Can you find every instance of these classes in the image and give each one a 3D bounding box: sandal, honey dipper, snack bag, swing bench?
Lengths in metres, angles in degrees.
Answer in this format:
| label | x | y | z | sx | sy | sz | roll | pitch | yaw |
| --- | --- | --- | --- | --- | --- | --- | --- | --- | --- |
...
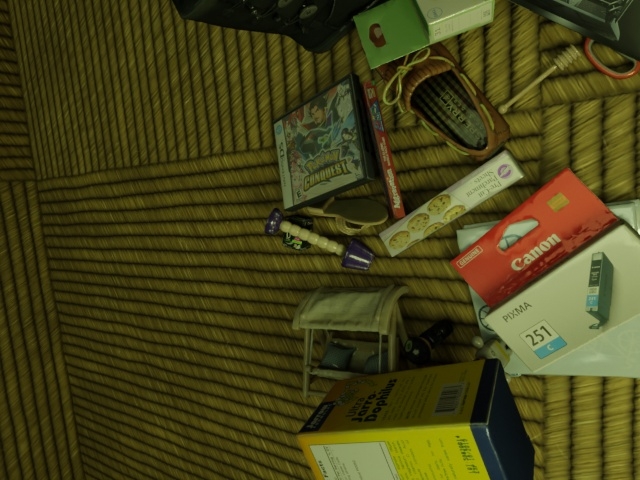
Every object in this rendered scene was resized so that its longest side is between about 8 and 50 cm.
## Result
| label | x | y | z | sx | sy | sz | roll | pitch | yaw |
| --- | --- | --- | --- | --- | --- | --- | --- | --- | --- |
| sandal | 0.070 | -0.053 | 1.064 | 0.239 | 0.088 | 0.079 | 15 | 138 | 37 |
| honey dipper | 0.405 | -0.297 | 0.815 | 0.160 | 0.030 | 0.031 | -41 | 76 | 33 |
| snack bag | 0.461 | 0.113 | 0.850 | 0.322 | 0.037 | 0.343 | -11 | 96 | 35 |
| swing bench | 0.081 | 0.242 | 1.042 | 0.253 | 0.165 | 0.255 | -6 | 95 | 34 |

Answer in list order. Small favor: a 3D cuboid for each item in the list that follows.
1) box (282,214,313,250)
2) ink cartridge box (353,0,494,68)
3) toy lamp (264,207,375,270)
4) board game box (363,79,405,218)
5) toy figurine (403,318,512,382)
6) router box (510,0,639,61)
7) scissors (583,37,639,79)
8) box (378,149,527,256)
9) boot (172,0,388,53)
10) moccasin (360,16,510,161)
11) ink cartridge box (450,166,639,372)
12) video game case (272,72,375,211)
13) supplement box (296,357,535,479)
| label | x | y | z | sx | sy | sz | roll | pitch | yaw |
| --- | --- | --- | --- | --- | --- | --- | --- | --- | --- |
| box | -0.060 | -0.022 | 1.151 | 0.062 | 0.052 | 0.084 | 14 | 105 | 29 |
| ink cartridge box | 0.185 | -0.444 | 0.826 | 0.234 | 0.056 | 0.171 | -17 | 61 | 10 |
| toy lamp | 0.000 | 0.000 | 1.067 | 0.274 | 0.080 | 0.080 | 23 | 112 | 6 |
| board game box | 0.136 | -0.186 | 0.943 | 0.027 | 0.145 | 0.282 | -13 | 92 | 7 |
| toy figurine | 0.284 | 0.291 | 0.908 | 0.209 | 0.148 | 0.213 | 14 | 112 | 38 |
| router box | 0.462 | -0.456 | 0.675 | 0.309 | 0.081 | 0.243 | 45 | 130 | 25 |
| scissors | 0.458 | -0.410 | 0.763 | 0.297 | 0.021 | 0.109 | 48 | 122 | 14 |
| box | 0.270 | -0.071 | 0.922 | 0.324 | 0.063 | 0.067 | -35 | 81 | 32 |
| boot | -0.024 | -0.530 | 0.797 | 0.367 | 0.445 | 0.146 | -42 | 76 | 31 |
| moccasin | 0.210 | -0.307 | 0.866 | 0.139 | 0.147 | 0.380 | -41 | 76 | 31 |
| ink cartridge box | 0.424 | 0.062 | 0.800 | 0.261 | 0.066 | 0.296 | 50 | 123 | 12 |
| video game case | -0.003 | -0.223 | 1.036 | 0.274 | 0.035 | 0.249 | -17 | 77 | 42 |
| supplement box | 0.172 | 0.370 | 0.793 | 0.356 | 0.195 | 0.194 | -19 | 96 | 31 |
